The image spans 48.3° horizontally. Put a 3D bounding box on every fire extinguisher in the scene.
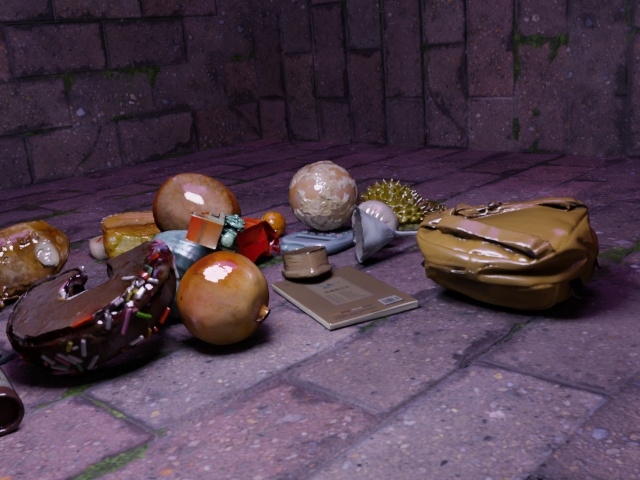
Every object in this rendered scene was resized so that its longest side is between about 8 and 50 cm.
[{"bbox_3d":[-0.554,0.248,1.221,0.099,0.071,0.231,-33,26,-23],"label":"fire extinguisher"}]

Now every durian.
[{"bbox_3d":[0.221,-0.082,2.118,0.306,0.166,0.172,-6,45,17],"label":"durian"}]

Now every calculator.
[{"bbox_3d":[0.000,0.000,2.024,0.185,0.041,0.299,7,17,36],"label":"calculator"}]

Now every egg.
[{"bbox_3d":[0.011,-0.128,2.039,0.203,0.203,0.245,-1,1,14],"label":"egg"}]

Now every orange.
[{"bbox_3d":[-0.144,-0.047,2.162,0.084,0.083,0.083,-4,16,1],"label":"orange"}]

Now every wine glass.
[{"bbox_3d":[0.207,-0.018,1.853,0.232,0.156,0.156,-3,15,-6],"label":"wine glass"}]

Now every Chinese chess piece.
[{"bbox_3d":[-0.626,0.017,2.124,0.122,0.051,0.122,-4,15,1],"label":"Chinese chess piece"}]

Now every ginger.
[{"bbox_3d":[-0.796,0.083,1.710,0.418,0.176,0.254,-20,23,-27],"label":"ginger"}]

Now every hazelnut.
[{"bbox_3d":[-0.292,-0.064,1.685,0.214,0.176,0.214,20,-7,2],"label":"hazelnut"}]

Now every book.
[{"bbox_3d":[0.047,0.122,1.609,0.217,0.021,0.310,-12,17,-24],"label":"book"}]

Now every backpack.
[{"bbox_3d":[0.401,0.021,1.535,0.378,0.201,0.353,11,23,38],"label":"backpack"}]

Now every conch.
[{"bbox_3d":[-0.303,0.082,1.568,0.195,0.220,0.277,-11,25,50],"label":"conch"}]

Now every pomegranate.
[{"bbox_3d":[-0.190,0.117,1.410,0.191,0.191,0.191,-4,16,1],"label":"pomegranate"}]

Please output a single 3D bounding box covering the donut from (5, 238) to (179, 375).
[{"bbox_3d":[-0.428,0.139,1.361,0.345,0.136,0.259,-23,31,3],"label":"donut"}]

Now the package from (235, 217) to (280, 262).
[{"bbox_3d":[-0.287,0.029,1.853,0.196,0.123,0.423,9,22,33],"label":"package"}]

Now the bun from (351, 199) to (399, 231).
[{"bbox_3d":[0.139,-0.037,1.964,0.138,0.138,0.094,8,35,39],"label":"bun"}]

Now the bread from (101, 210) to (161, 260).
[{"bbox_3d":[-0.461,-0.014,2.006,0.288,0.152,0.119,-5,9,-2],"label":"bread"}]

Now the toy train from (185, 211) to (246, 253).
[{"bbox_3d":[-0.219,-0.026,1.496,0.118,0.074,0.176,19,9,-11],"label":"toy train"}]

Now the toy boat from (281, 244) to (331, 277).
[{"bbox_3d":[-0.037,0.052,1.739,0.116,0.061,0.188,-10,4,-10],"label":"toy boat"}]
